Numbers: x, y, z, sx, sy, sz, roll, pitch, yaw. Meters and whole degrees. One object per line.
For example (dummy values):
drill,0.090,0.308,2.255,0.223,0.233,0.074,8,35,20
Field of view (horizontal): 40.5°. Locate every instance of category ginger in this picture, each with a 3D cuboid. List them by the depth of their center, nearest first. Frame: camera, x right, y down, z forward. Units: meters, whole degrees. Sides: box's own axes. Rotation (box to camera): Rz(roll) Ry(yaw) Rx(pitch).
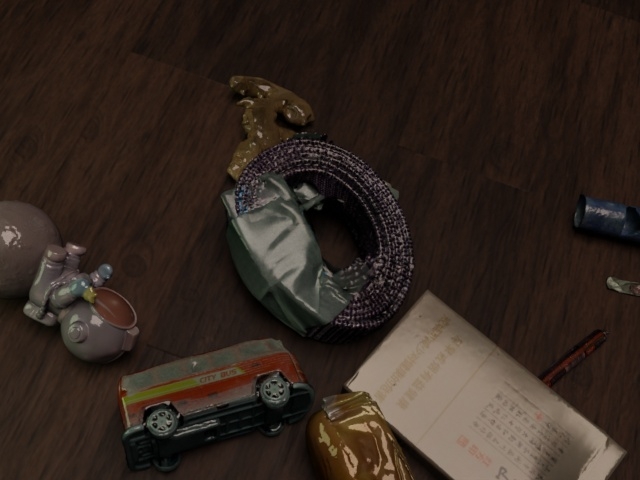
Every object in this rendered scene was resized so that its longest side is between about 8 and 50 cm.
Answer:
ginger,-0.081,-0.170,1.452,0.149,0.065,0.259,4,58,-10

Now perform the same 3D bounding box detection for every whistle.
whistle,0.580,-0.016,1.457,0.304,0.062,0.062,13,59,0

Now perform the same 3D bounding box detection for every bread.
bread,0.064,0.326,1.148,0.107,0.136,0.241,-20,65,-17

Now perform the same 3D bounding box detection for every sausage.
sausage,0.378,0.192,1.338,0.198,0.025,0.028,-34,113,-23

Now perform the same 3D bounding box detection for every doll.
doll,-0.378,0.067,1.232,0.287,0.151,0.151,40,62,7

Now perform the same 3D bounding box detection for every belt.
belt,0.000,0.000,1.323,0.260,0.122,0.325,-24,78,-24

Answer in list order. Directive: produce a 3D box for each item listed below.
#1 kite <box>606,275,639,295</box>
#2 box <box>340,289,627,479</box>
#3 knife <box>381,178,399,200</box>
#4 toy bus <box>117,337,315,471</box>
kite,0.626,0.102,1.436,0.314,0.011,0.336,8,59,-4
box,0.231,0.260,1.249,0.365,0.051,0.204,39,69,14
knife,0.060,-0.106,1.458,0.162,0.023,0.044,31,63,9
toy bus,-0.146,0.217,1.192,0.264,0.121,0.120,-14,54,-16
